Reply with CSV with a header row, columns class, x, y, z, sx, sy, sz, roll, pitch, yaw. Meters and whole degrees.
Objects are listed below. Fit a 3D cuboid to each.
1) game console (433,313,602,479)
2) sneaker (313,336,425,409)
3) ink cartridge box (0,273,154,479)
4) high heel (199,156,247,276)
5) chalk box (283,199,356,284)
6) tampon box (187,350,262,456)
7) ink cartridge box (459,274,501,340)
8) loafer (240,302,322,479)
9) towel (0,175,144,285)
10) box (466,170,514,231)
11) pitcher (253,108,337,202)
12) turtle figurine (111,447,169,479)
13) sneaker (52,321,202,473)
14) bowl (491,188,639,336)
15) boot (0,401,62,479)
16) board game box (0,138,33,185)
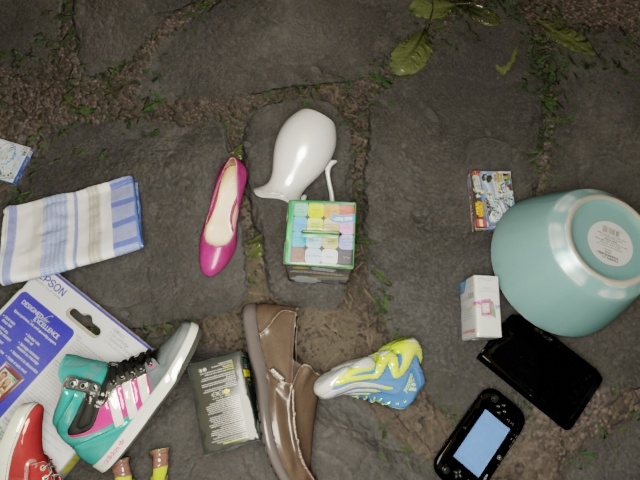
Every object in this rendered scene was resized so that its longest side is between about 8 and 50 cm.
class,x,y,z,sx,sy,sz,roll,pitch,yaw
game console,0.368,0.336,0.975,0.213,0.044,0.361,39,77,10
sneaker,0.108,0.275,0.941,0.240,0.091,0.126,-17,82,-25
ink cartridge box,-0.525,0.254,0.970,0.304,0.072,0.307,35,74,10
high heel,-0.204,-0.050,1.037,0.082,0.117,0.244,18,74,4
chalk box,0.000,0.000,0.977,0.132,0.213,0.132,4,74,0
tampon box,-0.171,0.300,0.933,0.101,0.120,0.161,-14,75,-5
ink cartridge box,0.320,0.139,1.007,0.052,0.088,0.122,4,74,-3
loafer,-0.055,0.281,0.934,0.130,0.134,0.366,-13,75,-5
towel,-0.515,-0.028,1.034,0.285,0.034,0.209,-15,54,-7
box,0.378,-0.087,1.107,0.094,0.027,0.137,1,73,-3
pitcher,-0.025,-0.161,1.084,0.178,0.125,0.207,26,85,-15
turtle figurine,-0.323,0.497,0.890,0.270,0.087,0.217,-13,74,-5
sneaker,-0.360,0.236,0.884,0.178,0.124,0.295,38,78,-14
bowl,0.518,0.021,0.987,0.312,0.163,0.311,3,69,-8
boot,-0.455,0.405,0.856,0.176,0.088,0.244,7,85,-5
board game box,-0.702,-0.177,1.114,0.090,0.020,0.090,17,74,3
